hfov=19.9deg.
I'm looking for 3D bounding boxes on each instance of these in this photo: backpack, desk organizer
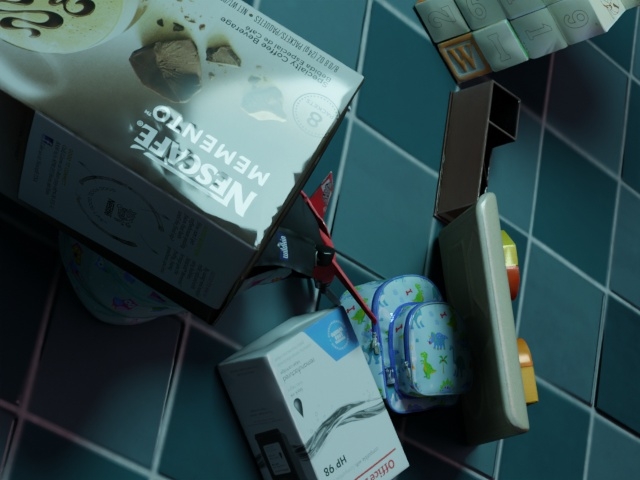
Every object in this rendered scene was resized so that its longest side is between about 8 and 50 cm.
[{"bbox_3d":[0.071,0.086,1.505,0.105,0.084,0.114,0,76,-49],"label":"backpack"},{"bbox_3d":[-0.098,-0.008,1.332,0.182,0.115,0.152,-24,83,-45],"label":"backpack"},{"bbox_3d":[0.144,-0.076,1.652,0.047,0.050,0.130,30,59,-38],"label":"desk organizer"}]

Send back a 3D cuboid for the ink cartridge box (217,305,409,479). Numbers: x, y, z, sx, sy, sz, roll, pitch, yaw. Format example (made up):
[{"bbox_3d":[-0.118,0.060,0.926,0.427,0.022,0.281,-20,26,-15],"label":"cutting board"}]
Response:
[{"bbox_3d":[0.003,0.155,1.430,0.104,0.060,0.180,-31,101,-47],"label":"ink cartridge box"}]

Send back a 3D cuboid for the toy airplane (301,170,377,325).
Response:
[{"bbox_3d":[0.000,0.000,1.430,0.028,0.151,0.151,-24,97,-15],"label":"toy airplane"}]

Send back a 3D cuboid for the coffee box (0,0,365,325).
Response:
[{"bbox_3d":[-0.144,-0.102,1.213,0.297,0.119,0.168,33,56,-1],"label":"coffee box"}]

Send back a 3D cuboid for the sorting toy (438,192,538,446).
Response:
[{"bbox_3d":[0.141,0.070,1.523,0.038,0.208,0.193,-6,81,-6],"label":"sorting toy"}]

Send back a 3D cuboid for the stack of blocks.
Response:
[{"bbox_3d":[0.252,-0.254,1.637,0.087,0.297,0.171,59,44,-17],"label":"stack of blocks"}]
